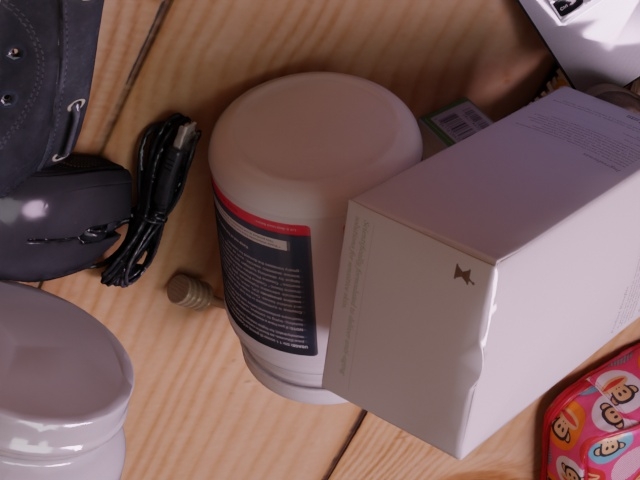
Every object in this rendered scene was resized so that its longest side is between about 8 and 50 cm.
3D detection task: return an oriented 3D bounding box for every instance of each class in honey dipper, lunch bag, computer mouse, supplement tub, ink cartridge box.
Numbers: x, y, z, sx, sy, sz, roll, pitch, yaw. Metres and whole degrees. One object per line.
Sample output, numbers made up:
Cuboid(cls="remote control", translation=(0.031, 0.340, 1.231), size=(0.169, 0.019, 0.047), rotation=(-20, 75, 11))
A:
Cuboid(cls="honey dipper", translation=(-0.090, 0.066, 1.650), size=(0.030, 0.030, 0.160), rotation=(-52, 143, 11))
Cuboid(cls="lunch bag", translation=(0.425, 0.252, 2.153), size=(0.293, 0.120, 0.258), rotation=(-26, 138, -20))
Cuboid(cls="computer mouse", translation=(-0.228, -0.024, 1.425), size=(0.272, 0.072, 0.189), rotation=(2, 124, -40))
Cuboid(cls="supplement tub", translation=(0.000, 0.000, 1.535), size=(0.191, 0.191, 0.272), rotation=(-23, 137, -21))
Cuboid(cls="supplement tub", translation=(-0.311, 0.223, 1.445), size=(0.241, 0.241, 0.331), rotation=(2, 123, -40))
Cuboid(cls="ink cartridge box", translation=(0.157, -0.030, 1.698), size=(0.062, 0.109, 0.209), rotation=(-25, 137, -18))

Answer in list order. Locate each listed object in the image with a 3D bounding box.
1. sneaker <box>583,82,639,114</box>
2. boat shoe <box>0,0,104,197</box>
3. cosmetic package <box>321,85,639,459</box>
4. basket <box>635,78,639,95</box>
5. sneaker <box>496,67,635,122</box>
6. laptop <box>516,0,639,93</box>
Cuboid(cls="sneaker", translation=(0.339, -0.105, 1.659), size=(0.188, 0.071, 0.066), rotation=(5, 138, -28))
Cuboid(cls="boat shoe", translation=(-0.211, -0.233, 1.178), size=(0.156, 0.187, 0.500), rotation=(-14, 137, -36))
Cuboid(cls="cosmetic package", translation=(0.175, 0.016, 1.475), size=(0.365, 0.155, 0.197), rotation=(-26, 134, -48))
Cuboid(cls="basket", translation=(0.390, -0.154, 1.780), size=(0.113, 0.103, 0.167), rotation=(-10, 131, -32))
Cuboid(cls="sneaker", translation=(0.247, -0.146, 1.709), size=(0.185, 0.069, 0.084), rotation=(-22, 128, -31))
Cuboid(cls="laptop", translation=(0.344, -0.297, 1.446), size=(0.382, 0.236, 0.408), rotation=(-33, 128, 10))
